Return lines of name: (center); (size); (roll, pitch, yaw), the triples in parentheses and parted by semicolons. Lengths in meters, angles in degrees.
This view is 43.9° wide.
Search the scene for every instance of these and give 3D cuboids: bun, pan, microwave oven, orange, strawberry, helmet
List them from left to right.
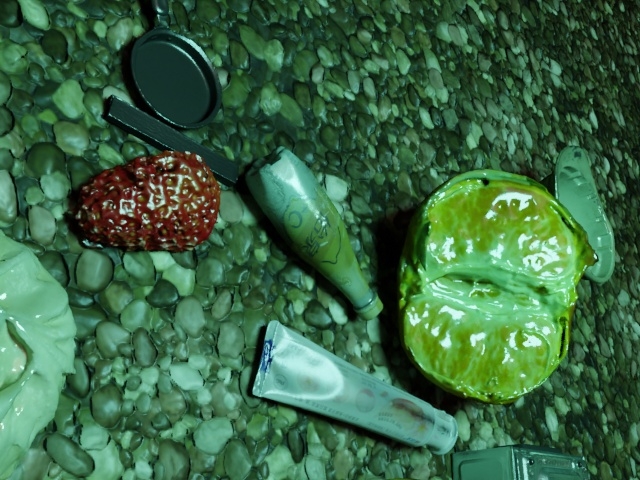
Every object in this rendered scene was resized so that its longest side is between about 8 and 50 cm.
bun: (-0.321, 0.096, 0.652); (0.259, 0.160, 0.259); (17, 63, -37)
strawberry: (-0.184, -0.040, 0.902); (0.188, 0.082, 0.121); (-20, 92, -50)
pan: (-0.196, -0.251, 1.010); (0.136, 0.028, 0.235); (-8, 83, -47)
orange: (0.236, 0.062, 1.173); (0.262, 0.196, 0.335); (6, 92, -19)
microwave oven: (0.311, 0.390, 1.188); (0.205, 0.129, 0.163); (17, 63, -41)
helmet: (0.434, -0.036, 1.475); (0.204, 0.137, 0.258); (-29, 102, -47)

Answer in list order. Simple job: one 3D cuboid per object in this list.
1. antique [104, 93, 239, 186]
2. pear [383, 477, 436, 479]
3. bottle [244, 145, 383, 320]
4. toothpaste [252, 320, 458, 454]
antique: (-0.181, -0.120, 0.983); (0.192, 0.015, 0.031); (28, 57, -34)
pear: (0.130, 0.421, 0.885); (0.314, 0.314, 0.315); (19, 61, -39)
bottle: (0.000, 0.000, 1.069); (0.270, 0.083, 0.083); (56, 44, -18)
toothpaste: (0.051, 0.209, 1.051); (0.323, 0.066, 0.100); (29, 60, -29)
